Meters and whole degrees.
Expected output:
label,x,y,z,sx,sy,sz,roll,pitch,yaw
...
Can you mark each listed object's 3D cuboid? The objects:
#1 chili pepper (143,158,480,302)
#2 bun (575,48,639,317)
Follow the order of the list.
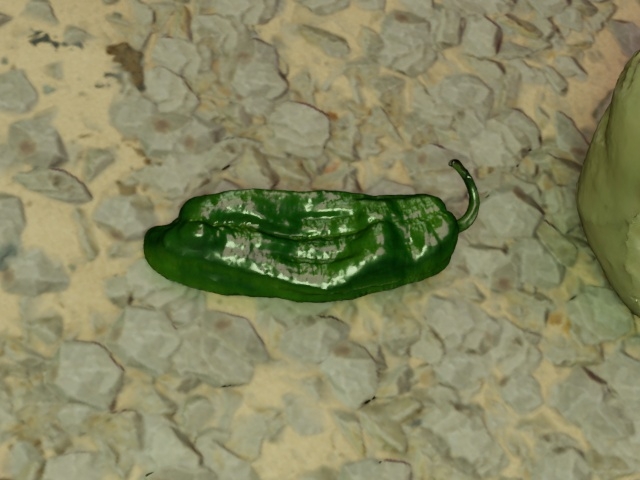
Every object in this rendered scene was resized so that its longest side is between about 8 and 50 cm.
label,x,y,z,sx,sy,sz,roll,pitch,yaw
chili pepper,-0.002,-0.001,1.064,0.257,0.074,0.100,0,60,-15
bun,0.364,-0.078,1.065,0.360,0.359,0.211,10,49,-9
